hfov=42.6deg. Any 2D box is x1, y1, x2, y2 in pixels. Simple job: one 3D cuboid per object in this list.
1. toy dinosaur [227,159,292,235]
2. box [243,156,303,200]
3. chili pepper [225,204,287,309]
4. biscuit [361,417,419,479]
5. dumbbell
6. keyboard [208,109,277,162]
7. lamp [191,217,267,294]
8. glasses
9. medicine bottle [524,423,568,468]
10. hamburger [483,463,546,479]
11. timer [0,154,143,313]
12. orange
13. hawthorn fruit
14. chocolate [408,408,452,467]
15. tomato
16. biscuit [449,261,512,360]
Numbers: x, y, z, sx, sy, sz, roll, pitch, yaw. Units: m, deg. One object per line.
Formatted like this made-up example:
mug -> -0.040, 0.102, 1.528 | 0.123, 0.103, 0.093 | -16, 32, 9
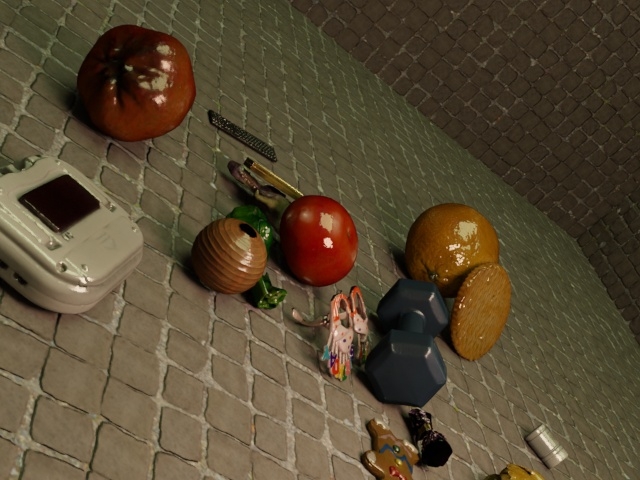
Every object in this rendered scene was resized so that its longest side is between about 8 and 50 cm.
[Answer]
toy dinosaur -> -0.112, -0.077, 1.728 | 0.200, 0.072, 0.251 | 44, 12, -31
box -> -0.103, -0.133, 1.779 | 0.133, 0.023, 0.090 | 34, 4, -20
chili pepper -> -0.126, 0.024, 1.567 | 0.099, 0.083, 0.253 | 40, 22, -44
biscuit -> 0.130, 0.402, 1.426 | 0.138, 0.031, 0.205 | 41, 24, -10
dumbbell -> 0.183, 0.203, 1.692 | 0.160, 0.144, 0.325 | 9, 24, 5
keyboard -> -0.190, -0.256, 2.021 | 0.204, 0.013, 0.061 | 30, 26, -33
lamp -> -0.159, 0.027, 1.437 | 0.136, 0.136, 0.136 | 37, 24, -19
glasses -> 0.032, 0.184, 1.597 | 0.255, 0.095, 0.162 | -13, 88, -66
medicine bottle -> 0.534, 0.486, 1.941 | 0.091, 0.058, 0.058 | 52, 23, 16
hamburger -> 0.373, 0.516, 1.562 | 0.177, 0.113, 0.185 | 44, 29, -17
timer -> -0.380, -0.018, 1.182 | 0.237, 0.087, 0.262 | 43, 22, -5
orange -> 0.341, 0.029, 2.147 | 0.264, 0.264, 0.264 | 37, 24, -19
hawthorn fruit -> -0.336, -0.294, 1.587 | 0.224, 0.224, 0.261 | 50, 8, 12
chocolate -> 0.200, 0.371, 1.568 | 0.072, 0.070, 0.147 | 66, -7, -17
tomato -> 0.000, 0.000, 1.694 | 0.195, 0.136, 0.195 | -8, 90, -68
biscuit -> 0.401, 0.175, 2.054 | 0.035, 0.254, 0.254 | 17, -1, 42
